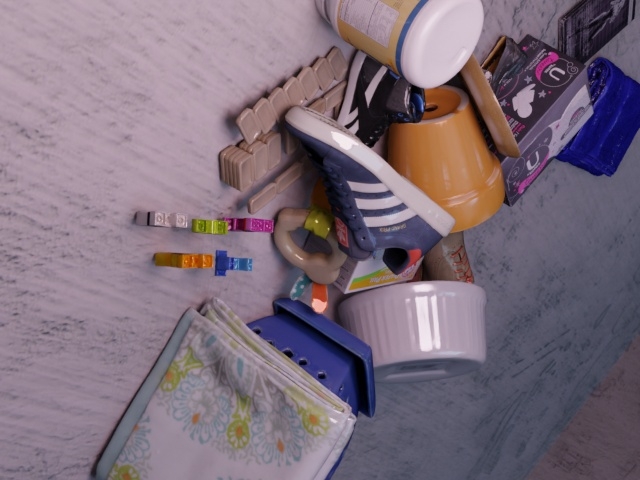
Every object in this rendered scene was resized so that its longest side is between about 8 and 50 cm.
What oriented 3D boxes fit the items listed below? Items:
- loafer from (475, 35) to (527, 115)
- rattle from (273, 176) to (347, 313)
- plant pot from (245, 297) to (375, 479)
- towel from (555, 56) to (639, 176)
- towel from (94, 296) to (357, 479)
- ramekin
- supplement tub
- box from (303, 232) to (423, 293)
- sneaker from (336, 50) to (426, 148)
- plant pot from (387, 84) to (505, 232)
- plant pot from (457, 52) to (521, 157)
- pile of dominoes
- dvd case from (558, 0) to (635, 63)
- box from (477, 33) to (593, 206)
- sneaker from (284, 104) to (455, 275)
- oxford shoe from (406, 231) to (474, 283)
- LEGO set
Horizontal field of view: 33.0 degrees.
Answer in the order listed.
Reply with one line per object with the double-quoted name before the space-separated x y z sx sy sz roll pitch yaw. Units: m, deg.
"loafer" 0.286 -0.282 1.881 0.170 0.062 0.061 -52 128 -6
"rattle" 0.000 0.000 1.759 0.143 0.130 0.199 -84 164 -45
"plant pot" -0.038 0.249 1.835 0.212 0.236 0.236 -45 150 -25
"towel" 0.608 -0.251 2.315 0.308 0.076 0.227 11 114 -57
"towel" -0.153 0.319 1.659 0.374 0.320 0.090 -60 155 13
"ramekin" 0.174 0.174 1.974 0.277 0.135 0.277 -5 162 -2
"supplement tub" 0.104 -0.310 1.456 0.144 0.200 0.144 -33 144 -28
"box" 0.084 0.008 1.849 0.203 0.114 0.103 -9 129 -51
"sneaker" 0.092 -0.177 1.637 0.079 0.121 0.217 -34 143 -49
"plant pot" 0.193 -0.144 1.776 0.205 0.205 0.188 -34 130 -28
"plant pot" 0.257 -0.233 1.741 0.032 0.236 0.236 -26 150 8
"pile of dominoes" -0.048 -0.170 1.586 0.251 0.040 0.196 -41 148 -33
"dvd case" 0.537 -0.429 2.090 0.221 0.018 0.164 -41 147 -16
"box" 0.364 -0.214 1.961 0.247 0.142 0.163 -47 149 -7
"sneaker" 0.051 -0.059 1.594 0.350 0.131 0.148 36 97 -35
"oxford shoe" 0.254 0.032 2.084 0.123 0.130 0.348 -34 145 -28
"LEGO set" -0.180 0.006 1.537 0.227 0.093 0.087 5 87 -49
